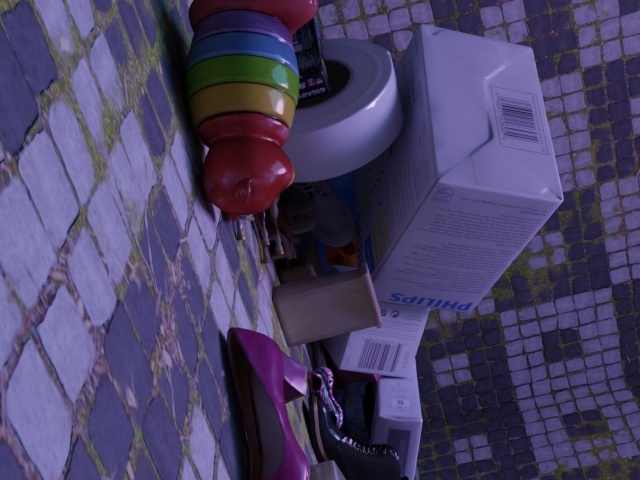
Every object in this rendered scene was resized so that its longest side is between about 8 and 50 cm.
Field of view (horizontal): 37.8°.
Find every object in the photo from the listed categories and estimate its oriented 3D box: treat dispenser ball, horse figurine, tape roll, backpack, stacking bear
[{"bbox_3d":[0.082,-0.063,1.979,0.288,0.288,0.288,-14,90,-84],"label":"treat dispenser ball"},{"bbox_3d":[-0.092,-0.065,1.452,0.263,0.066,0.174,47,35,-73],"label":"horse figurine"},{"bbox_3d":[-0.005,-0.223,1.566,0.286,0.286,0.100,-97,170,-51],"label":"tape roll"},{"bbox_3d":[0.070,0.352,1.889,0.114,0.084,0.105,-69,147,-68],"label":"backpack"},{"bbox_3d":[-0.097,-0.173,1.233,0.175,0.164,0.289,141,-50,-63],"label":"stacking bear"}]

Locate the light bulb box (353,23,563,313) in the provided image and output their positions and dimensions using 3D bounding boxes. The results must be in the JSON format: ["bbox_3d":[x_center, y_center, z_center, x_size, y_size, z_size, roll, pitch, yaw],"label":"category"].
[{"bbox_3d":[0.220,-0.117,1.656,0.361,0.225,0.358,118,-23,-52],"label":"light bulb box"}]

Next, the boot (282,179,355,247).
[{"bbox_3d":[-0.034,-0.101,1.718,0.258,0.095,0.123,51,0,14],"label":"boot"}]

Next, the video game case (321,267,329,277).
[{"bbox_3d":[0.000,0.000,2.293,0.248,0.035,0.275,-87,162,-69],"label":"video game case"}]

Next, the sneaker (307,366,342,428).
[{"bbox_3d":[0.003,0.284,1.668,0.057,0.047,0.119,22,49,-64],"label":"sneaker"}]

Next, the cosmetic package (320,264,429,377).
[{"bbox_3d":[0.095,0.155,1.824,0.184,0.151,0.151,-132,-125,-64],"label":"cosmetic package"}]

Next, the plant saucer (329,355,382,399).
[{"bbox_3d":[0.079,0.243,2.108,0.332,0.084,0.332,-21,90,-81],"label":"plant saucer"}]

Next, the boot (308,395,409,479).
[{"bbox_3d":[0.061,0.341,1.584,0.077,0.137,0.198,-90,164,-68],"label":"boot"}]

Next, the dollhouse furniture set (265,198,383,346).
[{"bbox_3d":[0.010,0.062,1.632,0.242,0.161,0.212,-93,167,-62],"label":"dollhouse furniture set"}]

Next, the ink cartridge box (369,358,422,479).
[{"bbox_3d":[0.133,0.393,1.877,0.385,0.091,0.308,-86,-179,-71],"label":"ink cartridge box"}]

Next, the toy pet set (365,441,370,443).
[{"bbox_3d":[0.102,0.424,2.110,0.114,0.065,0.122,-96,169,-54],"label":"toy pet set"}]

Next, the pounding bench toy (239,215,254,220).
[{"bbox_3d":[-0.115,-0.073,1.310,0.083,0.065,0.052,41,4,5],"label":"pounding bench toy"}]

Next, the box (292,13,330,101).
[{"bbox_3d":[-0.084,-0.307,1.549,0.051,0.175,0.220,68,10,-48],"label":"box"}]

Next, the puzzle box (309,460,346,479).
[{"bbox_3d":[0.058,0.548,1.487,0.409,0.052,0.272,68,10,-55],"label":"puzzle box"}]

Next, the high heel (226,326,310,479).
[{"bbox_3d":[-0.073,0.215,1.065,0.117,0.082,0.244,35,45,-30],"label":"high heel"}]
